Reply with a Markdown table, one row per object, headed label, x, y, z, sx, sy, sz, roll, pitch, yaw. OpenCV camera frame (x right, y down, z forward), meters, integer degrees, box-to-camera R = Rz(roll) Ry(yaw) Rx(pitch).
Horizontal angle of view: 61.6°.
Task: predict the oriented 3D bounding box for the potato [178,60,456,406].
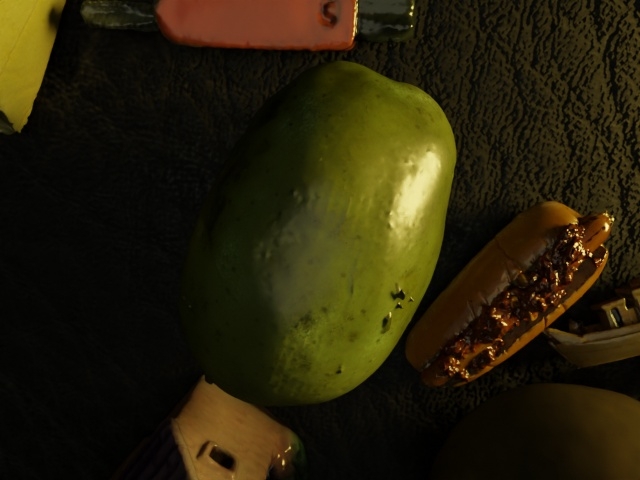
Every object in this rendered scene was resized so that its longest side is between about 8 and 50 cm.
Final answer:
| label | x | y | z | sx | sy | sz | roll | pitch | yaw |
| --- | --- | --- | --- | --- | --- | --- | --- | --- | --- |
| potato | -0.003 | -0.001 | 0.477 | 0.216 | 0.216 | 0.304 | 16 | 90 | 1 |

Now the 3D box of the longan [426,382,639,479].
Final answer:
| label | x | y | z | sx | sy | sz | roll | pitch | yaw |
| --- | --- | --- | --- | --- | --- | --- | --- | --- | --- |
| longan | 0.243 | 0.298 | 0.473 | 0.288 | 0.288 | 0.350 | -28 | 90 | 7 |

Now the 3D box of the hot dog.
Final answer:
| label | x | y | z | sx | sy | sz | roll | pitch | yaw |
| --- | --- | --- | --- | --- | --- | --- | --- | --- | --- |
| hot dog | 0.188 | 0.055 | 0.537 | 0.102 | 0.076 | 0.249 | 45 | 100 | -1 |

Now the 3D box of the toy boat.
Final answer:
| label | x | y | z | sx | sy | sz | roll | pitch | yaw |
| --- | --- | --- | --- | --- | --- | --- | --- | --- | --- |
| toy boat | 0.329 | 0.072 | 0.540 | 0.206 | 0.064 | 0.072 | -17 | 83 | 6 |

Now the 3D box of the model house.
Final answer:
| label | x | y | z | sx | sy | sz | roll | pitch | yaw |
| --- | --- | --- | --- | --- | --- | --- | --- | --- | --- |
| model house | -0.134 | 0.300 | 0.515 | 0.202 | 0.237 | 0.237 | 43 | 99 | -2 |

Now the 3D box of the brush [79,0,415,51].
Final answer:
| label | x | y | z | sx | sy | sz | roll | pitch | yaw |
| --- | --- | --- | --- | --- | --- | --- | --- | --- | --- |
| brush | -0.070 | -0.222 | 0.524 | 0.323 | 0.051 | 0.070 | 1 | 106 | 0 |

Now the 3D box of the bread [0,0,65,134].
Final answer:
| label | x | y | z | sx | sy | sz | roll | pitch | yaw |
| --- | --- | --- | --- | --- | --- | --- | --- | --- | --- |
| bread | -0.330 | -0.263 | 0.536 | 0.168 | 0.163 | 0.264 | 25 | 69 | 0 |
